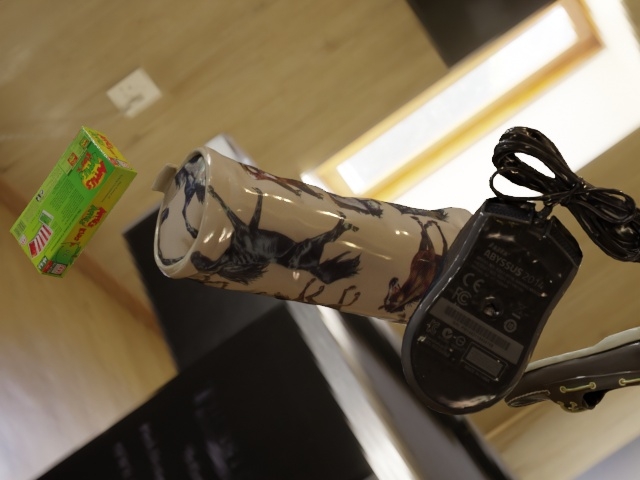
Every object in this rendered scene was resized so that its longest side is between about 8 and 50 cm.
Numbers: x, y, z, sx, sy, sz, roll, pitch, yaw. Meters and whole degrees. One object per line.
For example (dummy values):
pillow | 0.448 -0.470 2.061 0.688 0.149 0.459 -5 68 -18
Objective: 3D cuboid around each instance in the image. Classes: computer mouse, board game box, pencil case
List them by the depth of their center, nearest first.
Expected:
computer mouse | 0.180 0.045 1.196 0.188 0.272 0.072 36 0 -3
pencil case | 0.000 0.000 1.532 0.410 0.160 0.183 13 20 -21
board game box | -0.328 -0.050 1.646 0.092 0.181 0.043 47 17 31

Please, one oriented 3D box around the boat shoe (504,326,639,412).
boat shoe | 0.304 0.160 1.427 0.081 0.228 0.068 7 64 -48
